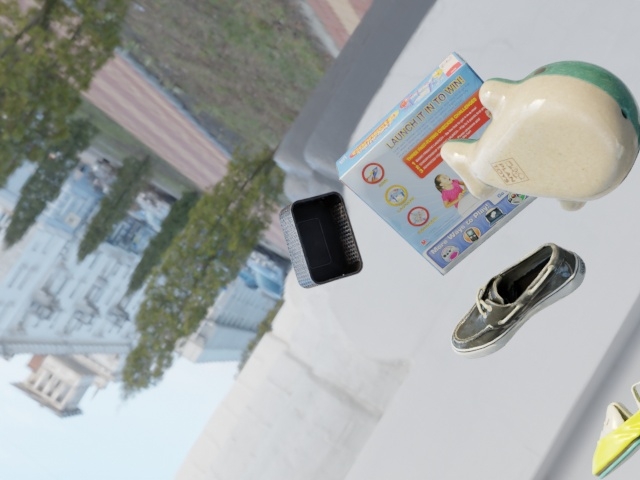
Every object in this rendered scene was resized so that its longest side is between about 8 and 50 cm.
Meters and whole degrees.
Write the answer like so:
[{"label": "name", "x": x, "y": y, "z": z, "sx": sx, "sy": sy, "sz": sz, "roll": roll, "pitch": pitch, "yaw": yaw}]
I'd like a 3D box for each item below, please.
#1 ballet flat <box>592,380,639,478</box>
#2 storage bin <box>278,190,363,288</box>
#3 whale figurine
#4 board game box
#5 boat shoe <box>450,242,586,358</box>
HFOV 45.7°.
[{"label": "ballet flat", "x": 0.462, "y": 0.251, "z": 1.092, "sx": 0.077, "sy": 0.231, "sz": 0.077, "roll": -2, "pitch": -132, "yaw": -47}, {"label": "storage bin", "x": 0.000, "y": 0.000, "z": 1.582, "sx": 0.084, "sy": 0.122, "sz": 0.180, "roll": -22, "pitch": 84, "yaw": 68}, {"label": "whale figurine", "x": 0.286, "y": -0.135, "z": 0.989, "sx": 0.216, "sy": 0.141, "sz": 0.272, "roll": 47, "pitch": 150, "yaw": -15}, {"label": "board game box", "x": 0.242, "y": -0.136, "z": 1.431, "sx": 0.302, "sy": 0.308, "sz": 0.086, "roll": 42, "pitch": -163, "yaw": -22}, {"label": "boat shoe", "x": 0.243, "y": 0.077, "z": 1.006, "sx": 0.070, "sy": 0.219, "sz": 0.077, "roll": 25, "pitch": -145, "yaw": -31}]
